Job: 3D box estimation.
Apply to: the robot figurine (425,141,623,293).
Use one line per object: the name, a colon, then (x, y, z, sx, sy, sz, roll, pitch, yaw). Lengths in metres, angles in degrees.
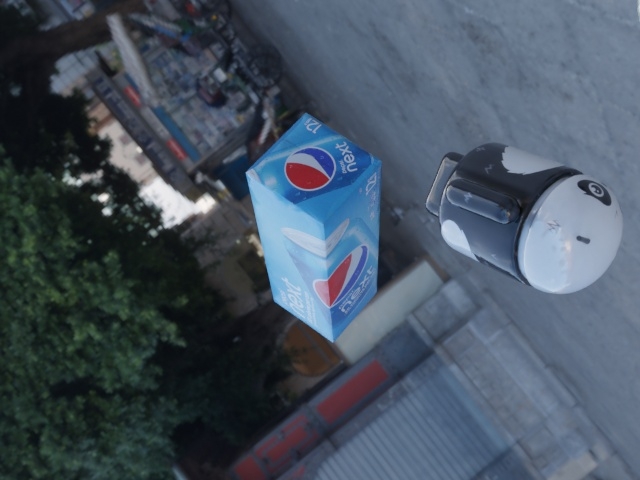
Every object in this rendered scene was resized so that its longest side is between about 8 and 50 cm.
robot figurine: (0.280, -0.039, 1.101, 0.278, 0.209, 0.174, 30, 143, 45)

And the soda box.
soda box: (0.000, 0.000, 0.623, 0.071, 0.067, 0.210, 35, 159, 20)

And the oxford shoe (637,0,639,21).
oxford shoe: (0.441, -0.245, 0.862, 0.140, 0.146, 0.397, 31, -142, -34)
